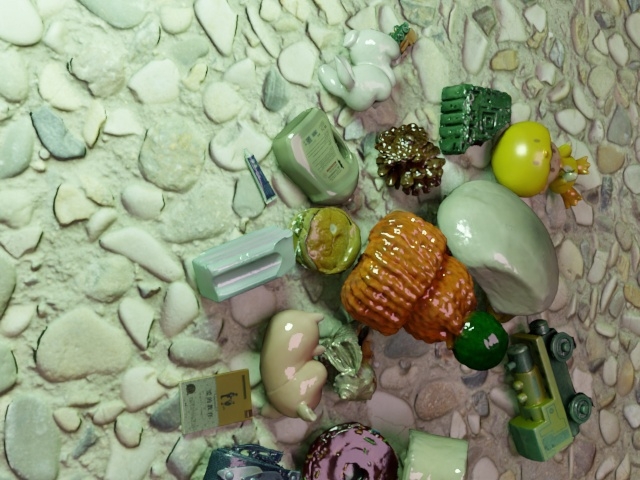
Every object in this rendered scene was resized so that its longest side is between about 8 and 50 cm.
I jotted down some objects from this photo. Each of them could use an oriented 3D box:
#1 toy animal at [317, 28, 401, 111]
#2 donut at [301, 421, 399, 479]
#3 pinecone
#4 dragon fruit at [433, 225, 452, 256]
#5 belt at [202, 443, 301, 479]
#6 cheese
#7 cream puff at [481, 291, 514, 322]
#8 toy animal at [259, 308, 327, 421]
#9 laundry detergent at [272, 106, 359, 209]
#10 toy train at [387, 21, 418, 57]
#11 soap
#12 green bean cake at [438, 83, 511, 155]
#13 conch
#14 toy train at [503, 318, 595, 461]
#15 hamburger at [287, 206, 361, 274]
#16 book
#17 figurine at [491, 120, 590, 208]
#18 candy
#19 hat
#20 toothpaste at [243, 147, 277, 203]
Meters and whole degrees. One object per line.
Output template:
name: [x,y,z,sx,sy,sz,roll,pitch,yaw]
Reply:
toy animal: [0.103,-0.423,1.936,0.178,0.127,0.193,41,69,-23]
donut: [0.067,0.550,1.873,0.235,0.089,0.235,2,78,-10]
pinecone: [0.227,-0.199,1.993,0.195,0.150,0.179,34,42,-26]
dragon fruit: [0.279,0.041,2.022,0.172,0.166,0.160,-27,144,-50]
belt: [-0.157,0.513,1.742,0.218,0.122,0.128,26,73,-37]
cheese: [0.259,0.606,1.879,0.153,0.332,0.292,10,72,11]
cream puff: [0.511,0.156,2.200,0.146,0.146,0.116,-8,54,-33]
toy animal: [-0.063,0.280,1.789,0.154,0.166,0.250,-3,84,-24]
laundry detergent: [0.009,-0.179,1.889,0.253,0.091,0.181,52,57,-20]
toy train: [0.208,-0.519,2.061,0.064,0.044,0.103,48,64,-34]
soap: [-0.159,0.049,1.746,0.230,0.145,0.091,-21,109,-27]
green bean cake: [0.430,-0.323,2.162,0.208,0.107,0.193,2,86,-35]
conch: [0.079,0.273,1.884,0.163,0.178,0.245,26,42,1]
toy train: [0.629,0.415,2.254,0.237,0.150,0.369,-23,100,-25]
hamburger: [0.000,0.000,1.874,0.185,0.113,0.177,-36,113,-21]
book: [-0.232,0.357,1.761,0.172,0.012,0.118,-6,93,-33]
figurine: [0.634,-0.207,2.253,0.344,0.187,0.215,18,70,-37]
candy: [0.477,-0.007,2.049,0.386,0.186,0.427,45,29,-11]
hat: [0.264,0.113,1.800,0.400,0.285,0.285,25,72,8]
toothpaste: [-0.144,-0.151,1.830,0.037,0.021,0.140,-36,110,-30]
